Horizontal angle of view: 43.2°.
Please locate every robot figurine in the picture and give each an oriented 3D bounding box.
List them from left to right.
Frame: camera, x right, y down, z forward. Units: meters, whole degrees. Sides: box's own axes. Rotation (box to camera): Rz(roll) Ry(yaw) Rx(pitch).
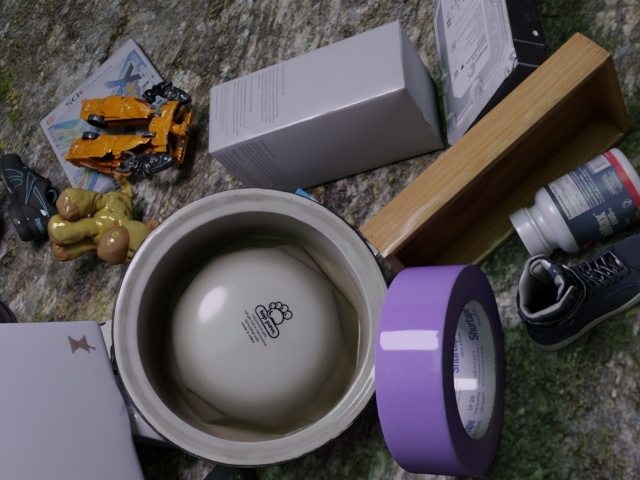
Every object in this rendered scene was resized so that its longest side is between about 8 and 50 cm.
[{"bbox_3d":[-0.380,-0.220,1.653,0.291,0.085,0.211,4,73,26],"label":"robot figurine"}]

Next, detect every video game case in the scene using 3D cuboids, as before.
[{"bbox_3d":[-0.465,-0.266,1.799,0.300,0.036,0.329,-41,53,5],"label":"video game case"}]

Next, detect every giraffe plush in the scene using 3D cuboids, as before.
[{"bbox_3d":[-0.400,-0.009,1.576,0.210,0.181,0.170,-30,58,-31],"label":"giraffe plush"}]

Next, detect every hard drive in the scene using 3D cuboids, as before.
[{"bbox_3d":[0.264,-0.341,1.321,0.064,0.237,0.339,6,62,-15],"label":"hard drive"}]

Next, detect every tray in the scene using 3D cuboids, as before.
[{"bbox_3d":[0.265,-0.093,1.197,0.411,0.203,0.076,-41,53,4],"label":"tray"}]

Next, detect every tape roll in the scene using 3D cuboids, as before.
[{"bbox_3d":[0.166,0.170,1.071,0.090,0.275,0.274,-5,63,27],"label":"tape roll"}]

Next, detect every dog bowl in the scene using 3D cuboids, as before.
[{"bbox_3d":[-0.098,0.135,1.228,0.408,0.150,0.408,0,75,-1],"label":"dog bowl"}]

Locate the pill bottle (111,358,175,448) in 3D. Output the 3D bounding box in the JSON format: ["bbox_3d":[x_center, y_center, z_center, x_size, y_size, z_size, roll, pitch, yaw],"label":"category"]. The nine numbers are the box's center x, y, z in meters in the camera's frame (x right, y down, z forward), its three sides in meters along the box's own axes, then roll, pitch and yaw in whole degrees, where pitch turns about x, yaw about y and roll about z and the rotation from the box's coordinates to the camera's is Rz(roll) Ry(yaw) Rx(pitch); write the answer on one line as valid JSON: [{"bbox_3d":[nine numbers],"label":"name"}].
[{"bbox_3d":[-0.267,0.199,1.370,0.162,0.162,0.278,0,65,29],"label":"pill bottle"}]

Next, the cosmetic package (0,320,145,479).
[{"bbox_3d":[-0.526,0.355,1.230,0.394,0.327,0.329,-41,61,33],"label":"cosmetic package"}]

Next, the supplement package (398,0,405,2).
[{"bbox_3d":[0.158,-0.573,1.566,0.105,0.105,0.179,34,84,37],"label":"supplement package"}]

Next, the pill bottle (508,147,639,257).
[{"bbox_3d":[0.373,-0.045,1.172,0.180,0.108,0.108,-30,55,14],"label":"pill bottle"}]

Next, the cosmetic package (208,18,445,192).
[{"bbox_3d":[0.009,-0.213,1.409,0.366,0.197,0.155,-15,58,20],"label":"cosmetic package"}]

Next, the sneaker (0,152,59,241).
[{"bbox_3d":[-0.643,-0.105,1.796,0.106,0.101,0.267,-24,52,-10],"label":"sneaker"}]

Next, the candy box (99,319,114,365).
[{"bbox_3d":[-0.417,0.276,1.470,0.159,0.071,0.233,-17,59,23],"label":"candy box"}]

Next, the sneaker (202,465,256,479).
[{"bbox_3d":[-0.117,0.421,1.221,0.222,0.083,0.118,31,82,38],"label":"sneaker"}]

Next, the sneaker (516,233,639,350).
[{"bbox_3d":[0.365,0.048,1.096,0.226,0.163,0.086,-41,51,3],"label":"sneaker"}]

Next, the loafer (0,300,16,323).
[{"bbox_3d":[-0.689,0.178,1.657,0.302,0.095,0.109,28,81,36],"label":"loafer"}]

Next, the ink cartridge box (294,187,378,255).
[{"bbox_3d":[0.000,0.000,1.386,0.180,0.060,0.104,37,86,37],"label":"ink cartridge box"}]
